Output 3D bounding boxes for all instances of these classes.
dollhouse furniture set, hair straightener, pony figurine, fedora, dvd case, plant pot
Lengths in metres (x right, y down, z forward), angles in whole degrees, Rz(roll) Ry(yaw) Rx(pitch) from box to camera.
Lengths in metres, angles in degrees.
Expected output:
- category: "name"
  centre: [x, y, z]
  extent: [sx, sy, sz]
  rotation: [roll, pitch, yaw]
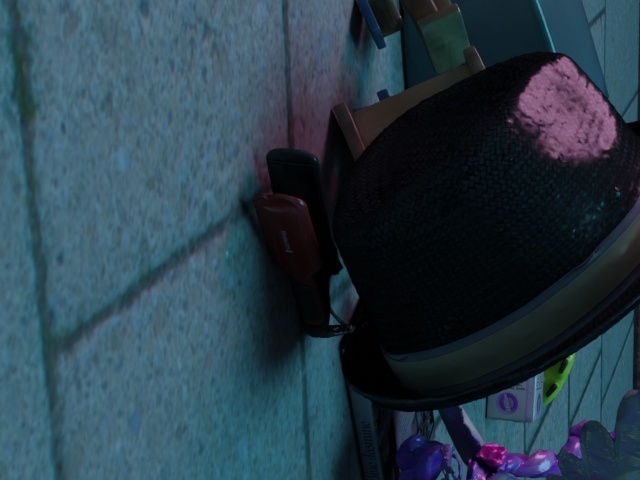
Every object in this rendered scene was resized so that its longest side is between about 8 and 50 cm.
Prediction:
- category: "dollhouse furniture set"
  centre: [0.076, -0.129, 1.299]
  extent: [0.129, 0.129, 0.184]
  rotation: [61, 6, -59]
- category: "hair straightener"
  centre: [0.000, 0.000, 1.146]
  extent: [0.230, 0.047, 0.089]
  rotation: [67, 31, -53]
- category: "pony figurine"
  centre: [0.157, 0.246, 1.317]
  extent: [0.363, 0.303, 0.351]
  rotation: [-48, 147, -16]
- category: "fedora"
  centre: [0.127, -0.029, 1.112]
  extent: [0.152, 0.334, 0.334]
  rotation: [54, 34, -20]
- category: "dvd case"
  centre: [0.068, 0.141, 1.419]
  extent: [0.180, 0.022, 0.253]
  rotation: [-65, 152, -50]
- category: "plant pot"
  centre: [0.173, -0.201, 1.475]
  extent: [0.166, 0.165, 0.234]
  rotation: [-61, 140, -53]

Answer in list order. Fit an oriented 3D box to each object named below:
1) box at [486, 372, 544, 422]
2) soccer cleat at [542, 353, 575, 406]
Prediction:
- category: "box"
  centre: [0.256, 0.068, 1.913]
  extent: [0.067, 0.063, 0.324]
  rotation: [6, 88, -71]
- category: "soccer cleat"
  centre: [0.305, 0.081, 2.021]
  extent: [0.121, 0.093, 0.289]
  rotation: [-1, 94, -77]
